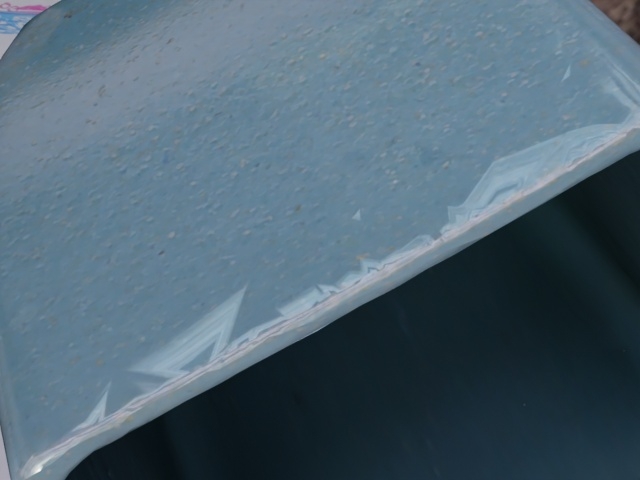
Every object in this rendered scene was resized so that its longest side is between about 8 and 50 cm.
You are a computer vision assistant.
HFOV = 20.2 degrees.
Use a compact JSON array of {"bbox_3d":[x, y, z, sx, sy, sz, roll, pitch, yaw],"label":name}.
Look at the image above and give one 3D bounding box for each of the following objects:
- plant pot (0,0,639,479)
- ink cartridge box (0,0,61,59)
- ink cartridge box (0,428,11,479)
[{"bbox_3d":[0.000,0.000,0.717,0.247,0.248,0.252,-30,50,0],"label":"plant pot"},{"bbox_3d":[-0.145,-0.213,1.005,0.131,0.306,0.226,19,53,-20],"label":"ink cartridge box"},{"bbox_3d":[-0.222,0.122,1.039,0.117,0.283,0.207,2,89,27],"label":"ink cartridge box"}]
